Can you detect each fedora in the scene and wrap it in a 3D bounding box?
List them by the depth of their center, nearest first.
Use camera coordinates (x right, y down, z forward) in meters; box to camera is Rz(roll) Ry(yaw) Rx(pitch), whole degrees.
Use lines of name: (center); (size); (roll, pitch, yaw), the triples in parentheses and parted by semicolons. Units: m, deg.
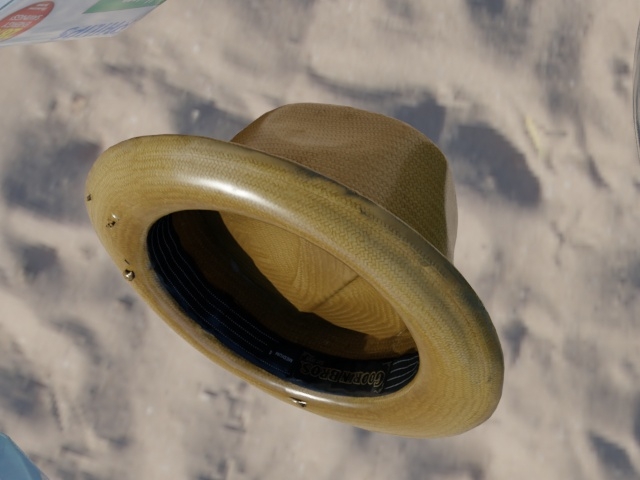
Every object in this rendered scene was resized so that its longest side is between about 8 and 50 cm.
fedora: (0.000, 0.000, 0.713); (0.194, 0.079, 0.194); (25, 154, 13)

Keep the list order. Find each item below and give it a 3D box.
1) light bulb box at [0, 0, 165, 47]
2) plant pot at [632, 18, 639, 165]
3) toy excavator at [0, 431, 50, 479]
light bulb box: (-0.256, -0.377, 1.580); (0.225, 0.358, 0.361); (-30, 89, 20)
plant pot: (0.248, -0.047, 0.724); (0.293, 0.293, 0.196); (20, 161, -5)
toy excavator: (-0.073, 0.205, 0.552); (0.433, 0.222, 0.445); (-37, 128, -5)
